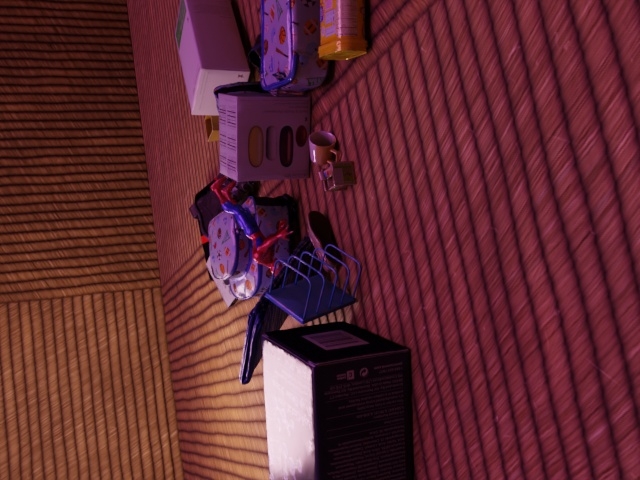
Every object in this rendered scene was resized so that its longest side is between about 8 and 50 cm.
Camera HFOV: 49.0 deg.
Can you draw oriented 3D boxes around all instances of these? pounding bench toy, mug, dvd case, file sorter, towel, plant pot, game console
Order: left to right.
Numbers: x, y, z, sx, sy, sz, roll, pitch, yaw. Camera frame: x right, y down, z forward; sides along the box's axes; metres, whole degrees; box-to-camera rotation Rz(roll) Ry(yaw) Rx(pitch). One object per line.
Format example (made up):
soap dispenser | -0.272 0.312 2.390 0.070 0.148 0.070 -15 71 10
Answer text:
game console | -0.358 -0.036 2.492 0.386 0.060 0.341 162 96 -67
plant pot | -0.312 -0.363 2.212 0.081 0.083 0.081 137 126 -61
dvd case | -0.324 0.120 2.375 0.179 0.030 0.238 62 158 8
towel | -0.100 0.165 1.693 0.336 0.040 0.243 -56 -16 -50
file sorter | -0.010 0.087 1.513 0.118 0.170 0.104 33 122 33
mug | 0.004 -0.201 1.598 0.078 0.062 0.064 -109 18 -44
pounding bench toy | 0.024 -0.138 1.529 0.065 0.083 0.052 156 108 -65

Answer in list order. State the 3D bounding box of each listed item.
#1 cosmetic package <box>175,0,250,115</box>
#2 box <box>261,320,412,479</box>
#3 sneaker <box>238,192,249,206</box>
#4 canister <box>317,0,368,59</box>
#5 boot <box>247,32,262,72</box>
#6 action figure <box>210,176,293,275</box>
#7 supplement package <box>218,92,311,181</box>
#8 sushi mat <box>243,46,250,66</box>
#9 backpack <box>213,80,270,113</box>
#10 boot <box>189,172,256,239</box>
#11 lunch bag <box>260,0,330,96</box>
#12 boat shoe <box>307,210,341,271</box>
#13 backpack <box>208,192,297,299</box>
cosmetic package | -0.334 -0.576 2.145 0.197 0.155 0.365 116 145 -49
box | 0.029 0.397 1.464 0.293 0.212 0.395 -170 76 -65
sneaker | -0.254 -0.042 2.199 0.132 0.086 0.228 50 138 50
canister | 0.044 -0.463 1.433 0.126 0.073 0.169 -167 75 -66
boot | -0.163 -0.488 1.841 0.082 0.106 0.219 49 157 -8
action figure | -0.143 -0.051 1.710 0.139 0.091 0.280 -35 73 16
supplement package | -0.140 -0.260 1.745 0.149 0.194 0.203 -150 57 -61
sushi mat | -0.264 -0.458 2.216 0.151 0.019 0.316 -120 34 -46
backpack | -0.201 -0.359 1.895 0.158 0.173 0.116 -125 37 -48
boot | -0.269 -0.113 2.108 0.229 0.091 0.263 -47 58 10
lunch bag | -0.070 -0.487 1.633 0.243 0.115 0.303 -168 79 -64
boat shoe | 0.002 0.000 1.648 0.153 0.056 0.048 65 146 25
backpack | -0.178 0.027 1.884 0.276 0.213 0.263 -26 74 64
